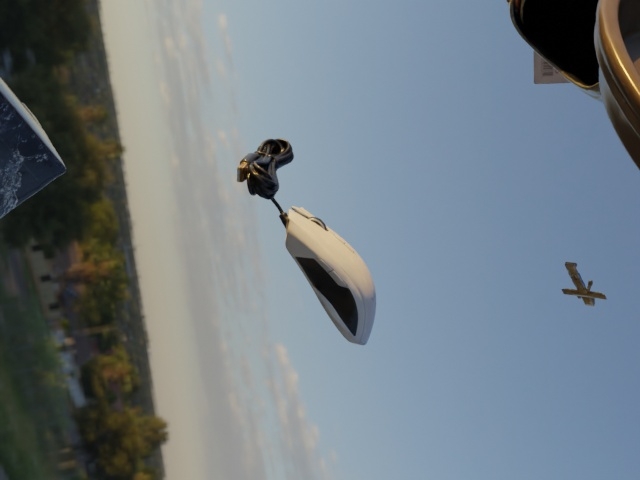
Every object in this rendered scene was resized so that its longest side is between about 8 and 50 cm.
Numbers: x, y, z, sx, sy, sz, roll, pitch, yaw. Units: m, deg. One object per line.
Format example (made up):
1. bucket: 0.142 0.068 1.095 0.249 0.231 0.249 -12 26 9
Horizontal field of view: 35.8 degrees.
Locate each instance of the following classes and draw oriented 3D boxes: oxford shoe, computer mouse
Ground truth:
1. oxford shoe: 0.230 -0.261 0.966 0.123 0.130 0.348 -59 -135 33
2. computer mouse: 0.000 0.000 0.842 0.193 0.042 0.106 57 15 -7

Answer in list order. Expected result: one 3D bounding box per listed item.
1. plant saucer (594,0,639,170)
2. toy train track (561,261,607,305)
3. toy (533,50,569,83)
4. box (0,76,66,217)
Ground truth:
1. plant saucer: 0.256 -0.044 0.521 0.041 0.278 0.277 -56 -141 39
2. toy train track: 0.275 0.043 1.042 0.083 0.048 0.014 50 56 -46
3. toy: 0.408 -0.286 1.359 0.056 0.237 0.136 -93 -179 -85
4. box: -0.281 -0.070 0.638 0.093 0.158 0.156 48 -7 46
